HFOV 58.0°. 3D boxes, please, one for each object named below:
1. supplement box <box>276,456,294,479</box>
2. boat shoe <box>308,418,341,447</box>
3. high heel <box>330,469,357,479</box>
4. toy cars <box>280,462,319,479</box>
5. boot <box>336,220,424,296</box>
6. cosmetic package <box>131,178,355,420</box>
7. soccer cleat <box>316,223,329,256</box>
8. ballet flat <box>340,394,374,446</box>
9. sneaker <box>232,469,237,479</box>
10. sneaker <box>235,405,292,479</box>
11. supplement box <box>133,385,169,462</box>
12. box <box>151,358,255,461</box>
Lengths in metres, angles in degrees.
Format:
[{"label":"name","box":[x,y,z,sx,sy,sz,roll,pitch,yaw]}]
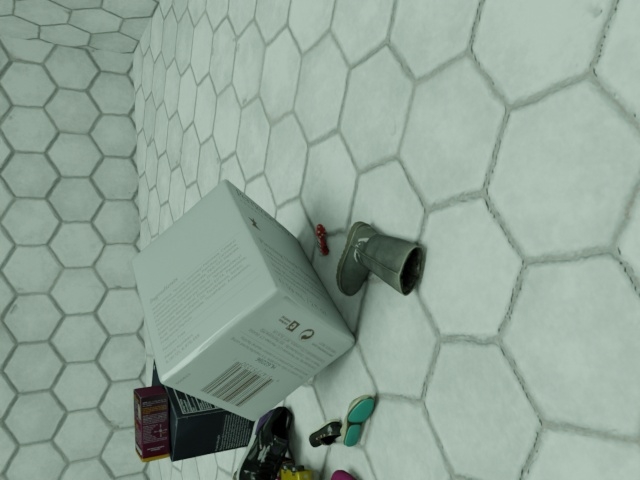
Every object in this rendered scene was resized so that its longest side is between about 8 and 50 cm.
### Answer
[{"label":"supplement box","box":[-0.110,0.649,1.644,0.083,0.043,0.055,-18,75,60]},{"label":"boat shoe","box":[0.009,0.485,1.426,0.133,0.049,0.042,-52,39,42]},{"label":"high heel","box":[0.055,0.676,1.215,0.377,0.181,0.127,61,140,39]},{"label":"toy cars","box":[-0.063,0.717,1.529,0.176,0.087,0.393,-114,31,-56]},{"label":"boot","box":[0.123,0.066,1.208,0.208,0.076,0.189,32,120,48]},{"label":"cosmetic package","box":[-0.193,0.142,1.375,0.327,0.329,0.393,-40,47,9]},{"label":"soccer cleat","box":[0.000,0.000,1.452,0.035,0.029,0.083,-27,72,53]},{"label":"ballet flat","box":[0.075,0.396,1.305,0.052,0.057,0.168,-115,37,-52]},{"label":"sneaker","box":[-0.191,0.647,1.662,0.066,0.188,0.071,-11,72,23]},{"label":"sneaker","box":[-0.147,0.584,1.568,0.124,0.107,0.283,-44,27,44]},{"label":"supplement box","box":[-0.492,0.530,1.681,0.104,0.081,0.188,2,93,61]},{"label":"box","box":[-0.359,0.507,1.828,0.296,0.294,0.182,44,128,52]}]
